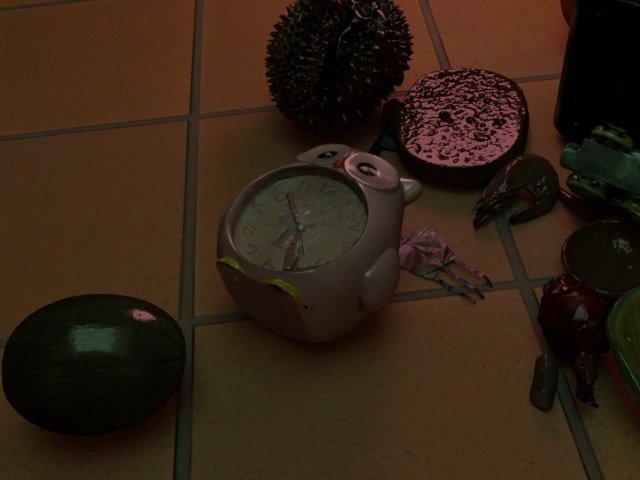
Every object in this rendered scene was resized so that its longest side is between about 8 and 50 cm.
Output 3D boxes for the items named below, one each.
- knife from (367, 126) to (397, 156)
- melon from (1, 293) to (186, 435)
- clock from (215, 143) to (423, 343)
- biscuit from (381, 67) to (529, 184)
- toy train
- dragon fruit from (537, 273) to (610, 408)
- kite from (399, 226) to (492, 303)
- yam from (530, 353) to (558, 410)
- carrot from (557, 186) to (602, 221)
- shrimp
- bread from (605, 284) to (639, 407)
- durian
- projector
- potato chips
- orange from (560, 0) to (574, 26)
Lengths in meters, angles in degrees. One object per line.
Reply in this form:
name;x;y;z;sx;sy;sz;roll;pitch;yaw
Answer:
knife;0.160;-0.238;1.870;0.060;0.028;0.230;21;48;9
melon;-0.380;0.210;1.343;0.301;0.237;0.237;-6;46;-2
clock;0.000;0.000;1.499;0.368;0.251;0.377;22;59;26
biscuit;0.313;-0.272;1.851;0.350;0.070;0.394;10;48;19
toy train;0.620;-0.123;1.583;0.271;0.188;0.159;28;95;27
dragon fruit;0.449;0.175;1.376;0.125;0.125;0.246;10;51;-12
kite;0.247;0.047;1.588;0.127;0.016;0.229;-40;54;-24
yam;0.388;0.245;1.364;0.043;0.043;0.094;12;48;17
carrot;0.543;-0.077;1.664;0.035;0.035;0.142;-26;45;-18
shrimp;0.417;-0.092;1.676;0.236;0.053;0.133;-39;90;-19
bread;0.624;0.196;1.323;0.301;0.045;0.301;4;54;-6
durian;0.043;-0.431;1.860;0.384;0.348;0.347;-34;52;-19
projector;0.731;-0.344;1.648;0.405;0.395;0.242;32;55;31
potato chips;0.565;0.044;1.524;0.195;0.062;0.208;1;47;11
orange;0.764;-0.623;1.977;0.312;0.312;0.312;-3;46;3
